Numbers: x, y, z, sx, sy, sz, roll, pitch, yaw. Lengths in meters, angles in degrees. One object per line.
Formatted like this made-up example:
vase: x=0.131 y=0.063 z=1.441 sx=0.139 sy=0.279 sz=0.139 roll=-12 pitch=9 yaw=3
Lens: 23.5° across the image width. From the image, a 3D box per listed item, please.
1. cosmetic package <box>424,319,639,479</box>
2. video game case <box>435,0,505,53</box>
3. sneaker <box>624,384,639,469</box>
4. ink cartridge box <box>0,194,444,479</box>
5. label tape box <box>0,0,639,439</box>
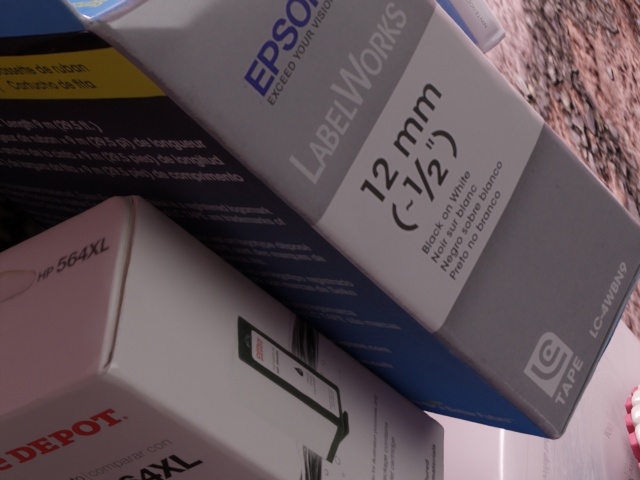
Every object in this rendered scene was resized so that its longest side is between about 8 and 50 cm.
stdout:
cosmetic package: x=0.116 y=0.140 z=0.898 sx=0.224 sy=0.138 sz=0.224 roll=47 pitch=34 yaw=-31
video game case: x=0.006 y=-0.191 z=0.941 sx=0.023 sy=0.212 sz=0.193 roll=-41 pitch=107 yaw=-15
sneaker: x=0.259 y=0.102 z=0.903 sx=0.120 sy=0.112 sz=0.299 roll=61 pitch=29 yaw=-11
ink cartridge box: x=-0.065 y=0.087 z=0.640 sx=0.203 sy=0.148 sz=0.085 roll=38 pitch=41 yaw=-36
label tape box: x=-0.060 y=-0.062 z=0.646 sx=0.348 sy=0.249 sz=0.115 roll=44 pitch=68 yaw=-33
